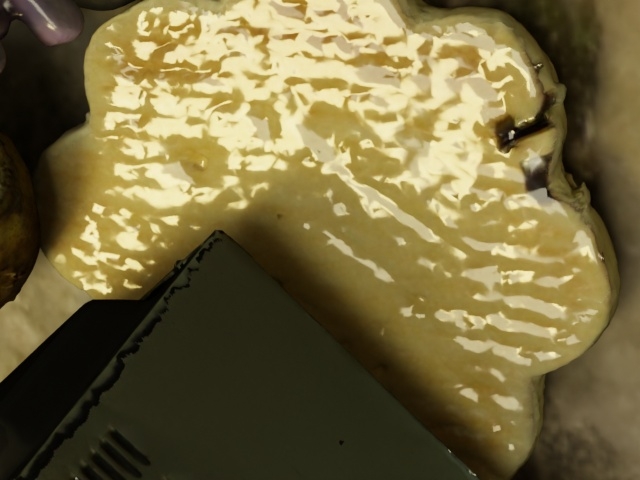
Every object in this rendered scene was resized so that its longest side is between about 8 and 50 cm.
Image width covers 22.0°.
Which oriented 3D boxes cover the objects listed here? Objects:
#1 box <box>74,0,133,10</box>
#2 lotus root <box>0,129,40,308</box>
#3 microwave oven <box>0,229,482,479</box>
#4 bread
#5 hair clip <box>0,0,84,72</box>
[{"bbox_3d":[-0.105,-0.224,0.779,0.212,0.042,0.201,-35,97,30],"label":"box"},{"bbox_3d":[-0.228,0.003,0.862,0.241,0.123,0.124,-29,99,44],"label":"lotus root"},{"bbox_3d":[-0.102,0.216,0.822,0.286,0.218,0.355,44,132,-8],"label":"microwave oven"},{"bbox_3d":[0.000,0.000,0.828,0.316,0.054,0.316,8,115,16],"label":"bread"},{"bbox_3d":[-0.214,-0.197,0.745,0.278,0.137,0.090,49,139,10],"label":"hair clip"}]
